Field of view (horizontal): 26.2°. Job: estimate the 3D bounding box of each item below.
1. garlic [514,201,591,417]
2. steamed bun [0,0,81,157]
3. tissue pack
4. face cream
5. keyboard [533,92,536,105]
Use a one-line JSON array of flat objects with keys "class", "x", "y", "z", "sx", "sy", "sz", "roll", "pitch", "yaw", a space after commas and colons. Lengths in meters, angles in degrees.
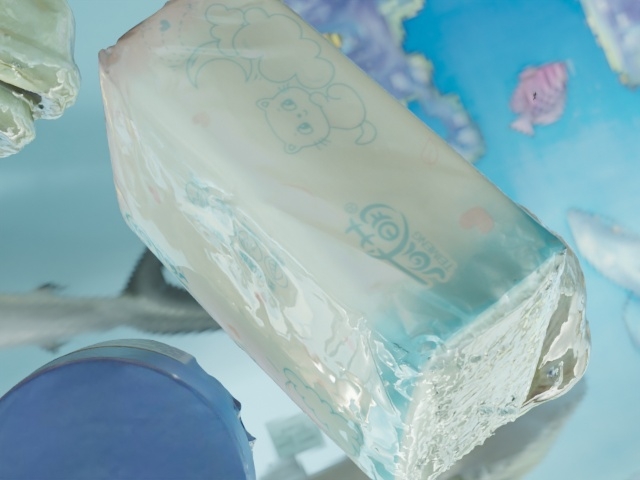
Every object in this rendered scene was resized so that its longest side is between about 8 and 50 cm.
[{"class": "garlic", "x": 0.146, "y": 0.091, "z": 1.480, "sx": 0.322, "sy": 0.241, "sz": 0.322, "roll": -8, "pitch": 159, "yaw": -3}, {"class": "steamed bun", "x": -0.487, "y": -0.203, "z": 1.780, "sx": 0.352, "sy": 0.247, "sz": 0.339, "roll": 3, "pitch": 146, "yaw": -21}, {"class": "tissue pack", "x": 0.000, "y": -0.001, "z": 0.794, "sx": 0.124, "sy": 0.271, "sz": 0.201, "roll": -35, "pitch": 154, "yaw": -24}, {"class": "face cream", "x": -0.179, "y": 0.213, "z": 1.228, "sx": 0.249, "sy": 0.249, "sz": 0.225, "roll": -22, "pitch": -178, "yaw": 0}, {"class": "keyboard", "x": 0.270, "y": -0.008, "z": 0.870, "sx": 0.041, "sy": 0.103, "sz": 0.381, "roll": -24, "pitch": -142, "yaw": -22}]
